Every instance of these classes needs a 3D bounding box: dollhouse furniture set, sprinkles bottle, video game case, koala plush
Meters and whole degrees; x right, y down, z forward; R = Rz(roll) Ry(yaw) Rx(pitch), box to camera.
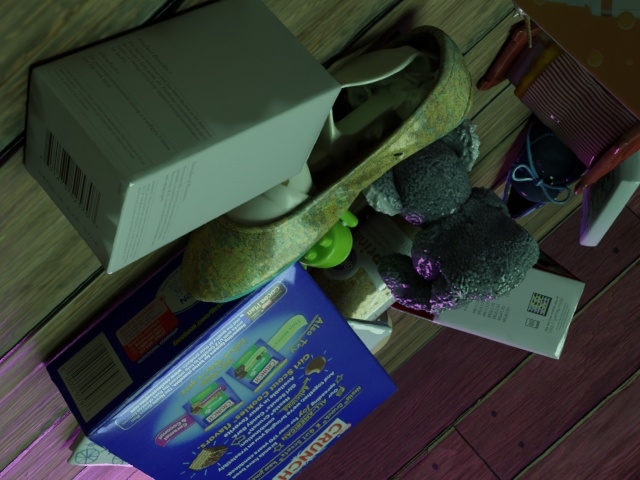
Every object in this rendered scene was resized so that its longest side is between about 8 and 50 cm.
[{"bbox_3d":[0.368,-0.256,1.088,0.152,0.201,0.374,-32,163,-32],"label":"dollhouse furniture set"},{"bbox_3d":[0.057,0.055,1.334,0.355,0.121,0.121,-42,165,-2],"label":"sprinkles bottle"},{"bbox_3d":[0.498,-0.179,1.583,0.329,0.036,0.300,74,24,-72],"label":"video game case"},{"bbox_3d":[0.156,-0.039,1.174,0.196,0.221,0.203,-31,-166,-11],"label":"koala plush"}]

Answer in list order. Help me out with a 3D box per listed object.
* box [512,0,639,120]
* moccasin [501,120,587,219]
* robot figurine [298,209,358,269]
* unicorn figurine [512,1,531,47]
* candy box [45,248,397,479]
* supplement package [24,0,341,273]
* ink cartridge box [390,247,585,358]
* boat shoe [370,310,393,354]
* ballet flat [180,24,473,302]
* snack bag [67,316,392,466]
[{"bbox_3d":[0.321,-0.230,0.771,0.168,0.345,0.215,-26,158,-46],"label":"box"},{"bbox_3d":[0.408,-0.114,1.677,0.117,0.137,0.342,-55,167,-14],"label":"moccasin"},{"bbox_3d":[0.000,0.000,1.144,0.101,0.067,0.115,-44,165,11],"label":"robot figurine"},{"bbox_3d":[0.255,-0.298,0.991,0.111,0.060,0.162,-23,140,-49],"label":"unicorn figurine"},{"bbox_3d":[-0.092,0.154,1.033,0.268,0.122,0.317,-40,139,-4],"label":"candy box"},{"bbox_3d":[-0.094,-0.077,0.632,0.179,0.105,0.105,-30,161,-34],"label":"supplement package"},{"bbox_3d":[0.246,0.057,1.513,0.309,0.271,0.130,-90,-163,-81],"label":"ink cartridge box"},{"bbox_3d":[-0.013,0.216,1.644,0.342,0.123,0.123,-39,151,-11],"label":"boat shoe"},{"bbox_3d":[-0.002,-0.084,0.861,0.348,0.123,0.123,-37,164,-14],"label":"ballet flat"},{"bbox_3d":[-0.113,0.199,1.216,0.342,0.037,0.323,12,128,-39],"label":"snack bag"}]
